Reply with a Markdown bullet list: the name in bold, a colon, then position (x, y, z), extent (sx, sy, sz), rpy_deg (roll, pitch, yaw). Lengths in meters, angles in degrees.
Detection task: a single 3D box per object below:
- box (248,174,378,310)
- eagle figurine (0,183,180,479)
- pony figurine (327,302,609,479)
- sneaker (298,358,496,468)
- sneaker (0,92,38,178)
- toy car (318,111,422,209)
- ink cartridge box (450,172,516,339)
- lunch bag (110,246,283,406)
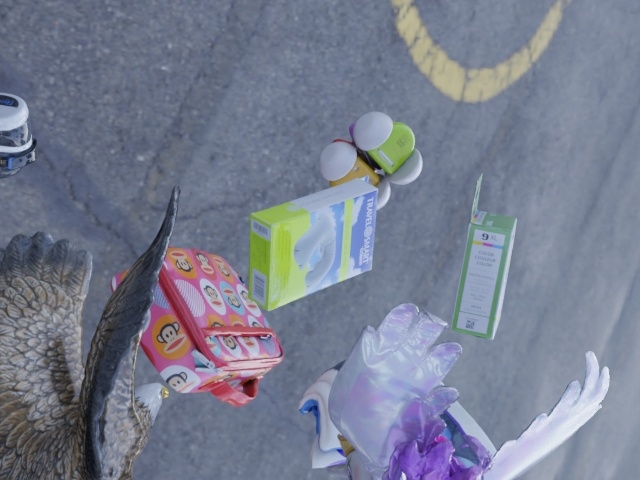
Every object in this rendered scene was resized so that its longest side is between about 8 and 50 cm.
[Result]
- **box**: position (0.000, 0.000, 1.040), extent (0.178, 0.042, 0.109), rpy_deg (-21, 126, -38)
- **eagle figurine**: position (-0.184, 0.128, 0.748), extent (0.226, 0.225, 0.298), rpy_deg (-16, 97, -11)
- **pony figurine**: position (0.115, 0.265, 0.945), extent (0.351, 0.303, 0.363), rpy_deg (-51, -152, 33)
- **sneaker**: position (0.107, 0.319, 1.401), extent (0.236, 0.322, 0.130), rpy_deg (-27, 154, -18)
- **sneaker**: position (-0.464, -0.134, 1.184), extent (0.079, 0.217, 0.121), rpy_deg (-62, 160, -44)
- **toy car**: position (0.082, -0.155, 1.682), extent (0.182, 0.136, 0.159), rpy_deg (-41, 129, 10)
- **ink cartridge box**: position (0.229, 0.019, 1.280), extent (0.109, 0.062, 0.209), rpy_deg (-35, 134, -72)
- **lunch bag**: position (-0.180, 0.143, 1.472), extent (0.120, 0.258, 0.293), rpy_deg (-35, 165, 14)
